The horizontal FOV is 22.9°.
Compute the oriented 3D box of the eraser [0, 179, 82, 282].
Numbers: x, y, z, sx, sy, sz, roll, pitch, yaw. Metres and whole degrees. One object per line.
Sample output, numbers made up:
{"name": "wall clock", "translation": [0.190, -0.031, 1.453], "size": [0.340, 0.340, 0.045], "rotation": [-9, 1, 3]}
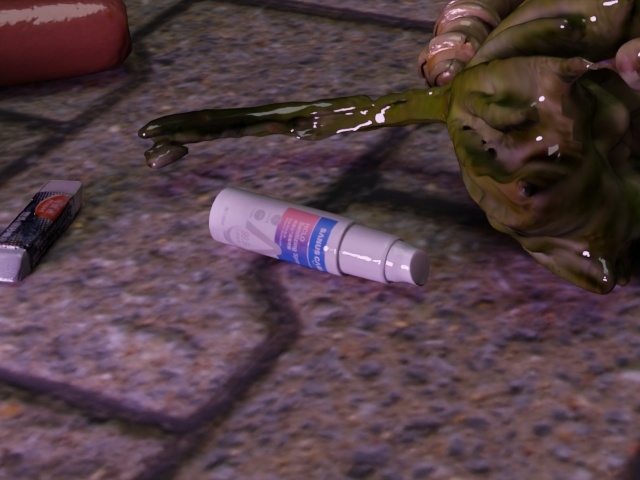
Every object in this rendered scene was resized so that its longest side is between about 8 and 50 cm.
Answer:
{"name": "eraser", "translation": [-0.167, -0.007, 0.924], "size": [0.027, 0.019, 0.099], "rotation": [6, 30, 15]}

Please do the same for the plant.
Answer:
{"name": "plant", "translation": [0.092, -0.103, 0.921], "size": [0.333, 0.180, 0.251], "rotation": [22, 26, 36]}

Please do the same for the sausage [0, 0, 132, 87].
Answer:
{"name": "sausage", "translation": [-0.211, -0.140, 1.112], "size": [0.154, 0.062, 0.062], "rotation": [-9, 31, -12]}

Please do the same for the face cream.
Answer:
{"name": "face cream", "translation": [0.000, 0.000, 0.884], "size": [0.130, 0.034, 0.034], "rotation": [15, 35, 27]}

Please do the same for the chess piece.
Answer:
{"name": "chess piece", "translation": [0.106, -0.147, 1.111], "size": [0.060, 0.060, 0.172], "rotation": [6, 34, 14]}
